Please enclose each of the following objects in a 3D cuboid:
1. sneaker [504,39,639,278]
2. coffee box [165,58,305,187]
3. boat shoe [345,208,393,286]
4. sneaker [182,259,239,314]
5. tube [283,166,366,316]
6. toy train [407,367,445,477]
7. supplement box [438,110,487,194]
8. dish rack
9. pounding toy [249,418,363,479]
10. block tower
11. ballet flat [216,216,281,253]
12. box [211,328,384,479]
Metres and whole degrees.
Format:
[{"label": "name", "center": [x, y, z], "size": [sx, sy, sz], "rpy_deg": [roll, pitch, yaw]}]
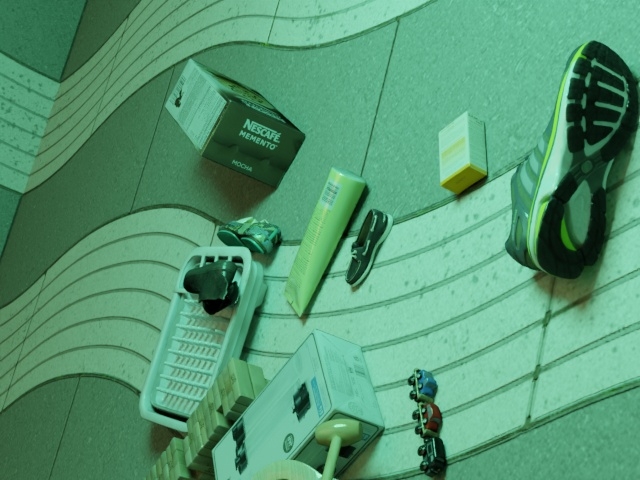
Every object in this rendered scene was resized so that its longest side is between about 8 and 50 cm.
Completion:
[{"label": "sneaker", "center": [0.286, -0.100, 1.359], "size": [0.121, 0.111, 0.299], "rpy_deg": [-4, 65, 63]}, {"label": "coffee box", "center": [-0.168, -0.227, 2.158], "size": [0.118, 0.168, 0.297], "rpy_deg": [-61, 30, 11]}, {"label": "boat shoe", "center": [0.065, 0.010, 1.721], "size": [0.125, 0.038, 0.046], "rpy_deg": [-60, 29, 12]}, {"label": "sneaker", "center": [-0.191, 0.087, 1.940], "size": [0.170, 0.051, 0.089], "rpy_deg": [-24, 46, 47]}, {"label": "tube", "center": [0.000, 0.000, 1.829], "size": [0.240, 0.062, 0.070], "rpy_deg": [-66, -16, 12]}, {"label": "toy train", "center": [0.137, 0.227, 1.451], "size": [0.036, 0.027, 0.158], "rpy_deg": [-41, 38, 34]}, {"label": "supplement box", "center": [0.199, -0.123, 1.591], "size": [0.062, 0.036, 0.098], "rpy_deg": [-36, 41, 44]}, {"label": "dish rack", "center": [-0.203, 0.178, 2.023], "size": [0.286, 0.072, 0.332], "rpy_deg": [0, 69, 59]}, {"label": "pounding toy", "center": [-0.035, 0.359, 1.464], "size": [0.154, 0.155, 0.269], "rpy_deg": [-4, 63, 24]}, {"label": "block tower", "center": [-0.187, 0.350, 1.848], "size": [0.335, 0.091, 0.097], "rpy_deg": [-53, 30, 24]}, {"label": "ballet flat", "center": [-0.124, -0.012, 2.051], "size": [0.188, 0.070, 0.070], "rpy_deg": [14, 82, 59]}, {"label": "box", "center": [-0.041, 0.290, 1.645], "size": [0.290, 0.087, 0.169], "rpy_deg": [-51, 32, 27]}]
